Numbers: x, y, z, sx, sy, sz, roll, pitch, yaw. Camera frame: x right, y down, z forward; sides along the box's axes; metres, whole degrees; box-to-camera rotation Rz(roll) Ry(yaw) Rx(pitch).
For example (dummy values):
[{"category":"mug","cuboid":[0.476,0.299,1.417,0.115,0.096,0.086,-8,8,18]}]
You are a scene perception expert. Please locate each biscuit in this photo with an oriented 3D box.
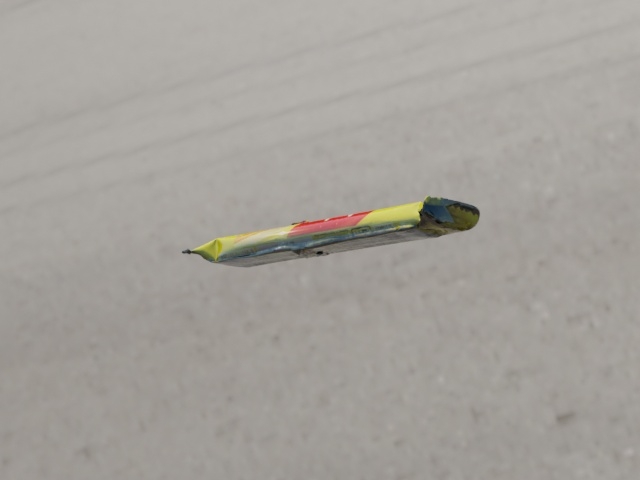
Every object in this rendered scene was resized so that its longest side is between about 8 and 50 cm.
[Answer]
[{"category":"biscuit","cuboid":[0.000,0.000,1.268,0.048,0.026,0.292,16,-15,-34]}]
